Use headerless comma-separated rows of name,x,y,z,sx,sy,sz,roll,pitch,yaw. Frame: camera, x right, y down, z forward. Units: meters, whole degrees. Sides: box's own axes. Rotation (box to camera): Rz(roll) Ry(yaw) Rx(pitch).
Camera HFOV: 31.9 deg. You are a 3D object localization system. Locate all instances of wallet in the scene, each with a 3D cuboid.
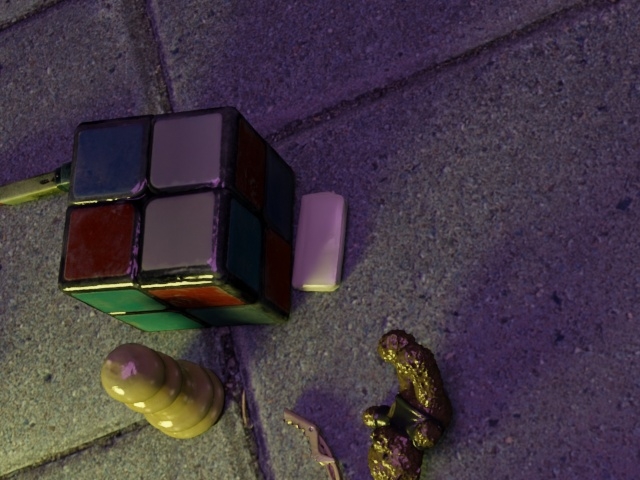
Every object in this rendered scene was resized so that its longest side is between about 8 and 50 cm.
wallet,0.000,0.000,2.027,0.095,0.033,0.190,2,71,19

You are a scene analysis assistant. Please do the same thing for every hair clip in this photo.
hair clip,0.010,0.362,1.884,0.072,0.034,0.226,-33,61,2

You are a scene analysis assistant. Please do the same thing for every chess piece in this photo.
chess piece,-0.278,0.244,1.909,0.143,0.261,0.142,-8,65,18

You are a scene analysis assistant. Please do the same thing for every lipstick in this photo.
lipstick,-0.561,-0.112,2.271,0.312,0.051,0.051,-14,67,17

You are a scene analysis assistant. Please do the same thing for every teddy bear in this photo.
teddy bear,0.150,0.280,1.818,0.129,0.182,0.251,13,89,-16

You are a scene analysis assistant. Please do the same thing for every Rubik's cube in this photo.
Rubik's cube,-0.241,-0.025,1.968,0.316,0.318,0.313,-5,70,20
